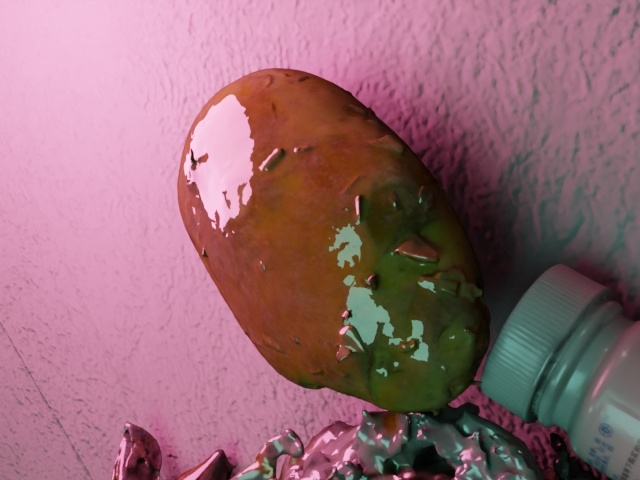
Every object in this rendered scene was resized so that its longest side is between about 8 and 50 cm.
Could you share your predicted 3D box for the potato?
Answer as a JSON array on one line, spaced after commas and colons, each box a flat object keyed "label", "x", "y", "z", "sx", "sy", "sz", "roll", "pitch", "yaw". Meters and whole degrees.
[{"label": "potato", "x": 0.000, "y": 0.000, "z": 0.766, "sx": 0.296, "sy": 0.141, "sz": 0.192, "roll": 41, "pitch": 128, "yaw": 37}]

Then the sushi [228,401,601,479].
[{"label": "sushi", "x": 0.075, "y": 0.304, "z": 0.785, "sx": 0.417, "sy": 0.176, "sz": 0.418, "roll": 1, "pitch": 92, "yaw": 21}]

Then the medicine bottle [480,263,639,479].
[{"label": "medicine bottle", "x": 0.197, "y": 0.098, "z": 0.707, "sx": 0.168, "sy": 0.105, "sz": 0.105, "roll": 32, "pitch": 121, "yaw": 24}]

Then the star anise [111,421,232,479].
[{"label": "star anise", "x": -0.143, "y": 0.304, "z": 1.018, "sx": 0.212, "sy": 0.129, "sz": 0.283, "roll": -24, "pitch": 82, "yaw": 33}]
